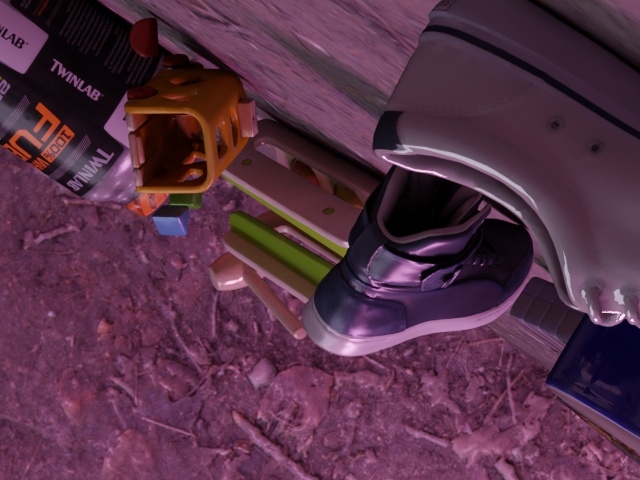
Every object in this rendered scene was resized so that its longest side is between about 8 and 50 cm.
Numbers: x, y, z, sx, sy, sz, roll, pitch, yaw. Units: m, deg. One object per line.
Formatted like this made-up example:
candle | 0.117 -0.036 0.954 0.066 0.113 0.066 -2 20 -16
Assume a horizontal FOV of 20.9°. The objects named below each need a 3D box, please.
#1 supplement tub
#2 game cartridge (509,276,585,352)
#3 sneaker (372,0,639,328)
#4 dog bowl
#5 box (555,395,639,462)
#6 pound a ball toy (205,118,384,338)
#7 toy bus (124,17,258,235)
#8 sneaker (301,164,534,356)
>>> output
supplement tub | -0.287 -0.174 1.958 0.316 0.193 0.193 34 178 -14
game cartridge | 0.351 0.153 1.547 0.355 0.068 0.230 34 -178 -18
sneaker | 0.138 -0.001 0.696 0.258 0.091 0.094 34 178 11
dog bowl | 0.288 0.126 1.178 0.265 0.104 0.265 34 178 1
box | 0.313 0.188 1.522 0.159 0.044 0.233 32 177 32
pound a ball toy | 0.000 0.000 1.869 0.319 0.135 0.208 32 141 46
toy bus | -0.116 -0.119 1.704 0.104 0.202 0.191 1 160 16
sneaker | 0.105 -0.006 1.293 0.226 0.163 0.086 -20 -121 -40
